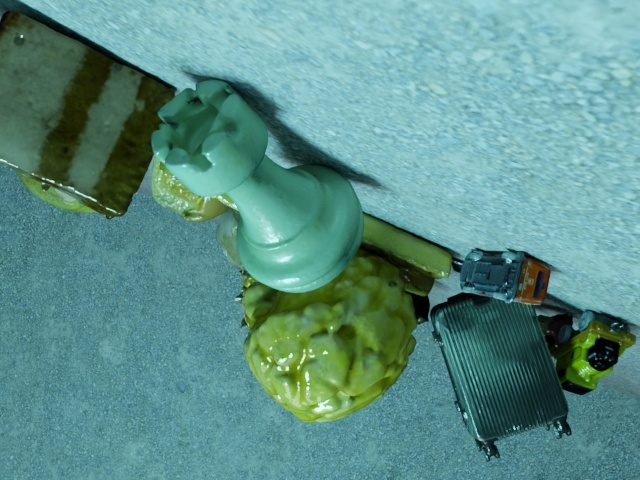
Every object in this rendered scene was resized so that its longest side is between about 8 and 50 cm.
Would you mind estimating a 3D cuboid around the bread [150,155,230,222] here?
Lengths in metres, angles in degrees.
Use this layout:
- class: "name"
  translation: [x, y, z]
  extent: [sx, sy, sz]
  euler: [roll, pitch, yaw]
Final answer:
- class: "bread"
  translation: [-0.273, -0.109, 1.322]
  extent: [0.174, 0.133, 0.251]
  euler: [24, 175, 4]

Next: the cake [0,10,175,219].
- class: "cake"
  translation: [-0.368, -0.168, 0.824]
  extent: [0.292, 0.196, 0.198]
  euler: [25, 176, -28]

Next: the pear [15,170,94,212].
- class: "pear"
  translation: [-0.443, -0.168, 1.094]
  extent: [0.211, 0.229, 0.188]
  euler: [37, -143, 6]

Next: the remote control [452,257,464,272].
- class: "remote control"
  translation: [0.281, 0.052, 1.255]
  extent: [0.039, 0.014, 0.096]
  euler: [21, 173, 19]

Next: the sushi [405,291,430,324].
- class: "sushi"
  translation: [0.191, 0.157, 1.736]
  extent: [0.213, 0.204, 0.200]
  euler: [-10, 163, 2]

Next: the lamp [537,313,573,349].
- class: "lamp"
  translation: [0.411, 0.178, 1.359]
  extent: [0.223, 0.151, 0.215]
  euler: [-20, -168, -13]

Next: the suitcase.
- class: "suitcase"
  translation: [0.345, 0.243, 1.198]
  extent: [0.202, 0.313, 0.128]
  euler: [-17, 175, 1]

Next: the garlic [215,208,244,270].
- class: "garlic"
  translation: [-0.170, -0.005, 1.643]
  extent: [0.227, 0.152, 0.228]
  euler: [29, 143, 24]

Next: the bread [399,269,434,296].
- class: "bread"
  translation: [0.176, 0.070, 1.543]
  extent: [0.236, 0.070, 0.236]
  euler: [23, 176, 2]

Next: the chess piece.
- class: "chess piece"
  translation: [-0.079, -0.069, 0.803]
  extent: [0.194, 0.195, 0.299]
  euler: [19, 164, 34]

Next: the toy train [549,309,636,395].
- class: "toy train"
  translation: [0.513, 0.217, 1.182]
  extent: [0.089, 0.127, 0.219]
  euler: [20, 152, 2]

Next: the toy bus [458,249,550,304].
- class: "toy bus"
  translation: [0.293, 0.060, 0.995]
  extent: [0.077, 0.079, 0.174]
  euler: [14, 177, -14]

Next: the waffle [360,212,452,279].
- class: "waffle"
  translation: [0.127, 0.007, 1.240]
  extent: [0.247, 0.055, 0.221]
  euler: [24, 174, -3]

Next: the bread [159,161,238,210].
- class: "bread"
  translation: [-0.153, -0.110, 1.078]
  extent: [0.245, 0.095, 0.102]
  euler: [25, -177, -15]

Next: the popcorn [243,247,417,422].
- class: "popcorn"
  translation: [0.024, 0.188, 1.232]
  extent: [0.343, 0.354, 0.390]
  euler: [-12, -152, -1]

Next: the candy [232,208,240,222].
- class: "candy"
  translation: [-0.107, -0.059, 1.297]
  extent: [0.104, 0.102, 0.234]
  euler: [22, 173, 7]

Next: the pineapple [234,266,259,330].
- class: "pineapple"
  translation: [-0.116, 0.050, 1.474]
  extent: [0.161, 0.334, 0.158]
  euler: [49, 165, -24]
